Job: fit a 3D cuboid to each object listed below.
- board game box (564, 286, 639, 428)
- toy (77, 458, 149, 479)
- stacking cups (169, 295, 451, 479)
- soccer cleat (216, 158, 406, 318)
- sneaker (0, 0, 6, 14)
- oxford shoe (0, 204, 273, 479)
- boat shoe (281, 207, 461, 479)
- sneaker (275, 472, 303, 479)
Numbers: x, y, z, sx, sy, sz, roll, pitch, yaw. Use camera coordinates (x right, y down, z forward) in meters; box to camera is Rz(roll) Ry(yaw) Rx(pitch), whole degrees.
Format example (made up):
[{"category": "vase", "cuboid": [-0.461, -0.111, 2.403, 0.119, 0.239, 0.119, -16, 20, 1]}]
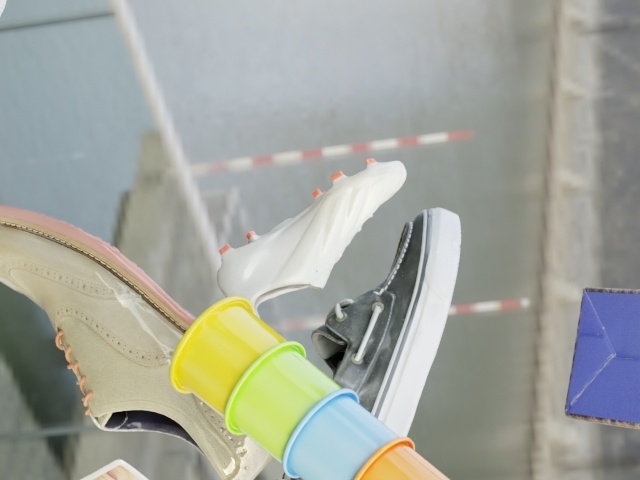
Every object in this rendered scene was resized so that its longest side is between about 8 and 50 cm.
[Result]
[{"category": "board game box", "cuboid": [0.441, 0.143, 1.884, 0.232, 0.291, 0.141, 0, -101, 63]}, {"category": "toy", "cuboid": [-0.171, 0.239, 1.283, 0.137, 0.237, 0.056, 39, 40, -26]}, {"category": "stacking cups", "cuboid": [0.027, 0.163, 1.424, 0.096, 0.316, 0.096, -41, 151, -29]}, {"category": "soccer cleat", "cuboid": [0.000, 0.000, 1.620, 0.076, 0.196, 0.068, 57, -3, 14]}, {"category": "sneaker", "cuboid": [-0.390, -0.271, 1.830, 0.153, 0.101, 0.269, -21, 142, -46]}, {"category": "oxford shoe", "cuboid": [-0.201, 0.093, 1.726, 0.146, 0.397, 0.140, -58, 162, -11]}, {"category": "boat shoe", "cuboid": [0.049, 0.104, 1.766, 0.121, 0.119, 0.335, 104, 4, -62]}, {"category": "sneaker", "cuboid": [0.000, 0.256, 1.459, 0.281, 0.162, 0.106, -44, 124, -42]}]
